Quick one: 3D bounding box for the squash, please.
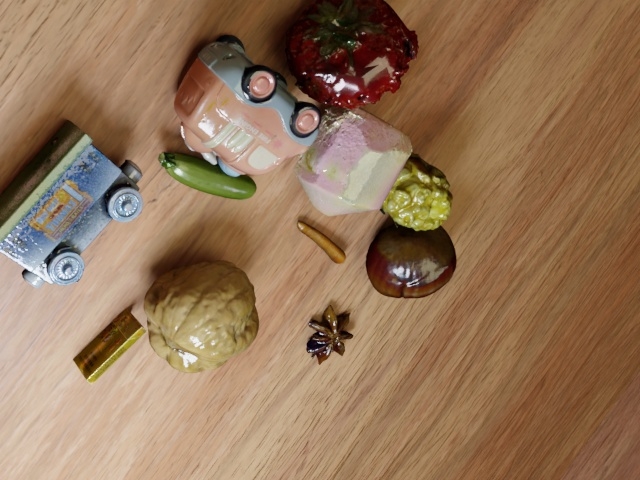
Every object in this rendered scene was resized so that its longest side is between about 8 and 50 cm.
[{"bbox_3d":[-0.238,-0.134,1.664,0.252,0.066,0.066,18,101,-41],"label":"squash"}]

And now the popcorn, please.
[{"bbox_3d":[0.220,-0.117,1.948,0.218,0.189,0.169,27,102,-43],"label":"popcorn"}]

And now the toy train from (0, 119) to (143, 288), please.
[{"bbox_3d":[-0.475,-0.059,1.479,0.300,0.131,0.202,-50,130,-7],"label":"toy train"}]

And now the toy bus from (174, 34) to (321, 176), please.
[{"bbox_3d":[-0.155,-0.248,1.593,0.232,0.194,0.287,-50,133,5],"label":"toy bus"}]

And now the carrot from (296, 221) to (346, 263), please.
[{"bbox_3d":[0.000,0.000,1.940,0.037,0.037,0.190,-52,129,-4],"label":"carrot"}]

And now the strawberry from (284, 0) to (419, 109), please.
[{"bbox_3d":[0.067,-0.386,1.668,0.274,0.274,0.220,-43,162,-12],"label":"strawberry"}]

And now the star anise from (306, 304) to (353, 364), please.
[{"bbox_3d":[0.026,0.243,2.065,0.167,0.057,0.168,-18,123,-29],"label":"star anise"}]

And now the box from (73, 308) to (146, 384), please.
[{"bbox_3d":[-0.442,0.220,1.676,0.156,0.089,0.022,-44,134,-8],"label":"box"}]

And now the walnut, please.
[{"bbox_3d":[-0.249,0.153,1.703,0.257,0.257,0.225,-2,138,-37],"label":"walnut"}]

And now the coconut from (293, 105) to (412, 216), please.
[{"bbox_3d":[0.061,-0.169,1.773,0.233,0.233,0.245,22,104,-42],"label":"coconut"}]

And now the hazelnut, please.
[{"bbox_3d":[0.226,0.056,2.037,0.229,0.229,0.230,-17,122,-30],"label":"hazelnut"}]
